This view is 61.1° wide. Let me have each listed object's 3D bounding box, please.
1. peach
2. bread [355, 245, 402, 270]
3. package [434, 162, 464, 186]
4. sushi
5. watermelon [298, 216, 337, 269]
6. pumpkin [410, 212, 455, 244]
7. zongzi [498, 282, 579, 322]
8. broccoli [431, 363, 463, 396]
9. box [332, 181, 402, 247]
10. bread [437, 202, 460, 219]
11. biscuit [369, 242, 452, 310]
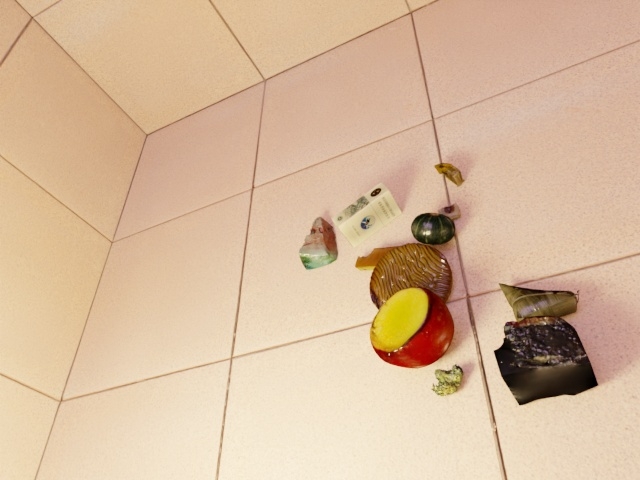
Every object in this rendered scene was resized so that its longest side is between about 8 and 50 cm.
[{"bbox_3d":[0.304,0.305,1.795,0.275,0.245,0.248,-45,3,-12],"label":"peach"},{"bbox_3d":[0.252,0.072,2.159,0.226,0.049,0.087,-5,55,31],"label":"bread"},{"bbox_3d":[0.536,-0.281,2.247,0.047,0.071,0.131,-44,41,3],"label":"package"},{"bbox_3d":[0.635,0.325,1.568,0.227,0.215,0.212,-22,45,18],"label":"sushi"},{"bbox_3d":[0.000,0.000,2.377,0.154,0.094,0.241,-9,47,18],"label":"watermelon"},{"bbox_3d":[0.429,-0.044,2.068,0.167,0.167,0.125,15,95,41],"label":"pumpkin"},{"bbox_3d":[0.704,0.175,1.746,0.205,0.094,0.204,-24,36,10],"label":"zongzi"},{"bbox_3d":[0.403,0.440,1.722,0.097,0.092,0.095,-29,27,37],"label":"broccoli"},{"bbox_3d":[0.196,-0.103,2.260,0.257,0.164,0.069,-36,45,3],"label":"box"},{"bbox_3d":[0.510,-0.107,2.146,0.084,0.035,0.070,-19,48,17],"label":"bread"},{"bbox_3d":[0.330,0.153,2.007,0.318,0.040,0.317,-12,61,21],"label":"biscuit"}]
